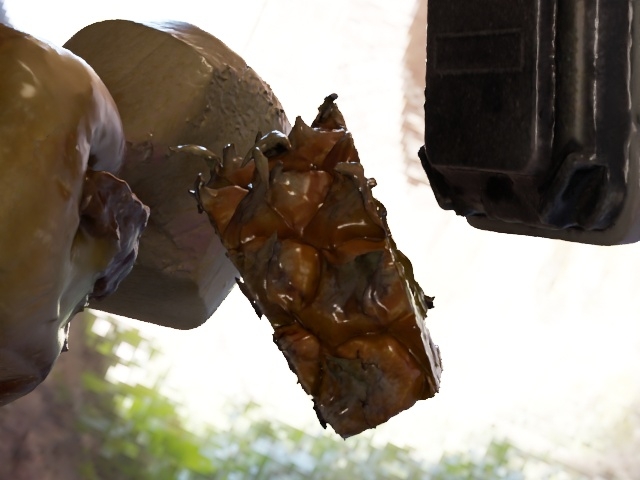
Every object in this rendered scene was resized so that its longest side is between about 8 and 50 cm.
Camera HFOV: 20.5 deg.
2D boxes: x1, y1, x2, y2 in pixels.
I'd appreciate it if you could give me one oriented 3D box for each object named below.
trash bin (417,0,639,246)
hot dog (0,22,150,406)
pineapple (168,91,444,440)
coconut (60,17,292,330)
[{"bbox_3d":[0.271,-0.150,1.227,0.256,0.368,0.295,-173,82,-68],"label":"trash bin"},{"bbox_3d":[-0.267,-0.004,1.095,0.223,0.405,0.185,39,-120,-47],"label":"hot dog"},{"bbox_3d":[-0.001,0.001,0.763,0.079,0.135,0.233,-30,3,0],"label":"pineapple"},{"bbox_3d":[-0.137,-0.042,1.316,0.241,0.241,0.241,25,-90,-84],"label":"coconut"}]
